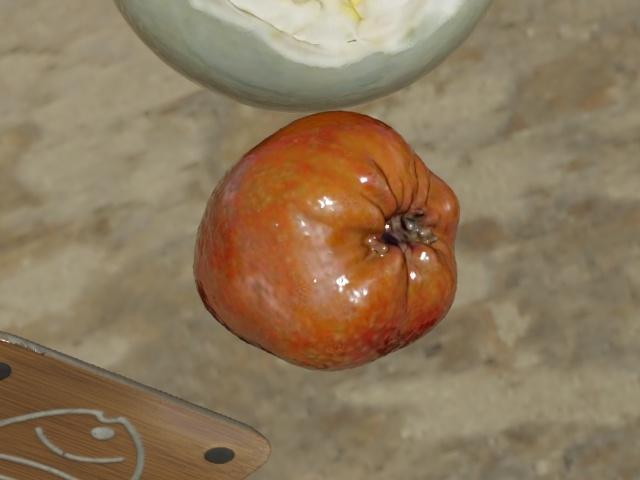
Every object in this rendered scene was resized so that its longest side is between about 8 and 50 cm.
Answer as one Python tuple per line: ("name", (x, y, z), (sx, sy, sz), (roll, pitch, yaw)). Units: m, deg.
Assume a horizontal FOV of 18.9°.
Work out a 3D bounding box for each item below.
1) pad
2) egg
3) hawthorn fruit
("pad", (-0.222, 0.181, 1.531), (0.284, 0.286, 0.018), (-40, 39, 37))
("egg", (-0.012, -0.222, 1.224), (0.278, 0.278, 0.336), (-21, 14, -1))
("hawthorn fruit", (0.000, 0.000, 0.991), (0.138, 0.133, 0.133), (-11, 29, 45))
